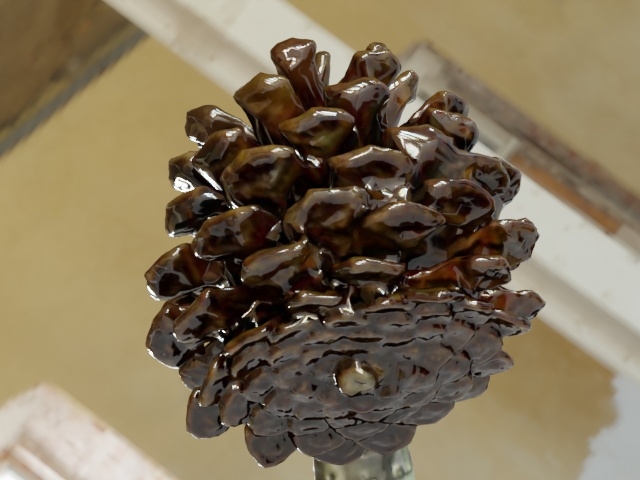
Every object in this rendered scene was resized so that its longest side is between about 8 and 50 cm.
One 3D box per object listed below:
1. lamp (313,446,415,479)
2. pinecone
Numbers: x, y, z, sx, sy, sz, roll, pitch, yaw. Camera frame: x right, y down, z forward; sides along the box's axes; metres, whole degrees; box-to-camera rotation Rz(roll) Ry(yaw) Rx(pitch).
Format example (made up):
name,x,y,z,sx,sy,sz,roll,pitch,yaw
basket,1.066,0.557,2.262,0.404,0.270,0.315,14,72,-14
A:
name,x,y,z,sx,sy,sz,roll,pitch,yaw
lamp,0.031,0.214,0.831,0.101,0.101,0.250,-33,-62,-74
pinecone,0.006,-0.005,0.657,0.163,0.163,0.165,121,148,-46
